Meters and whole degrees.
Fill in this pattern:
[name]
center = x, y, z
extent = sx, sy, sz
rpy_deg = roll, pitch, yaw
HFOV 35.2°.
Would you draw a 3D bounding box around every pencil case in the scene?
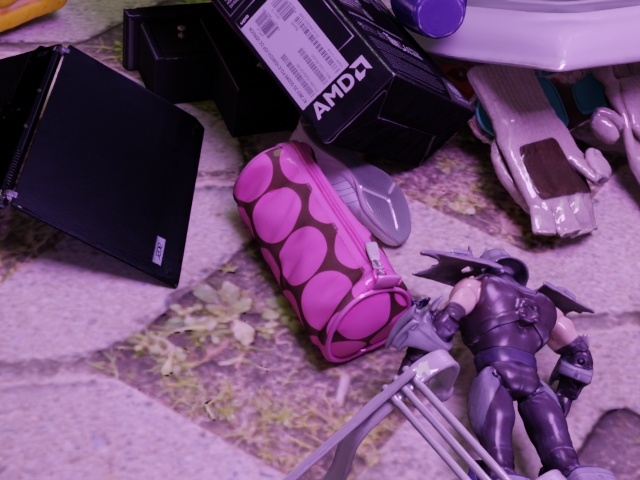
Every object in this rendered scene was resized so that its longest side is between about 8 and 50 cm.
[pencil case]
center = 0.000, 0.000, 0.864
extent = 0.095, 0.098, 0.209
rpy_deg = -15, 49, -25

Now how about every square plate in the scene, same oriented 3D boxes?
[square plate]
center = 0.264, -0.242, 1.097
extent = 0.347, 0.049, 0.344
rpy_deg = -13, 22, -29

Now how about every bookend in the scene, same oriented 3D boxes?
[bookend]
center = -0.109, -0.173, 1.039
extent = 0.157, 0.072, 0.156
rpy_deg = -9, 47, -20

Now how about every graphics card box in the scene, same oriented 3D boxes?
[graphics card box]
center = -0.024, -0.241, 0.975
extent = 0.371, 0.094, 0.233
rpy_deg = 52, 18, 17

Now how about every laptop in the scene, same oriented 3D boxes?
[laptop]
center = -0.264, -0.059, 0.930
extent = 0.265, 0.136, 0.234
rpy_deg = -12, 42, 12

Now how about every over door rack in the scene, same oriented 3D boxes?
[over door rack]
center = 0.023, 0.246, 0.598
extent = 0.324, 0.108, 0.239
rpy_deg = -35, 57, -13

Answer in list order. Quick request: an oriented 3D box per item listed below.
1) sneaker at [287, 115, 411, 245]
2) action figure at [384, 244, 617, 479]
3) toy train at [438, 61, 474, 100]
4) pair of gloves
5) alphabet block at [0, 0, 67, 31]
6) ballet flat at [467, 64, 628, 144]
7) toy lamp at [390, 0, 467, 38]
[sneaker]
center = 0.026, -0.050, 0.959
extent = 0.152, 0.061, 0.054
rpy_deg = 48, 44, 9
[action figure]
center = 0.141, 0.115, 0.762
extent = 0.185, 0.099, 0.285
rpy_deg = 11, 49, -16
[toy train]
center = 0.105, -0.172, 1.105
extent = 0.125, 0.046, 0.166
rpy_deg = 36, 48, 24
[pair of gloves]
center = 0.280, -0.102, 1.013
extent = 0.240, 0.042, 0.204
rpy_deg = -7, 72, -22
[alphabet block]
center = -0.402, -0.333, 1.043
extent = 0.193, 0.192, 0.197
rpy_deg = -31, 56, -24
[ballet flat]
center = 0.246, -0.149, 1.091
extent = 0.241, 0.077, 0.091
rpy_deg = -17, 94, -24
[toy lamp]
center = 0.100, -0.279, 1.062
extent = 0.080, 0.080, 0.274
rpy_deg = 5, 28, -8
